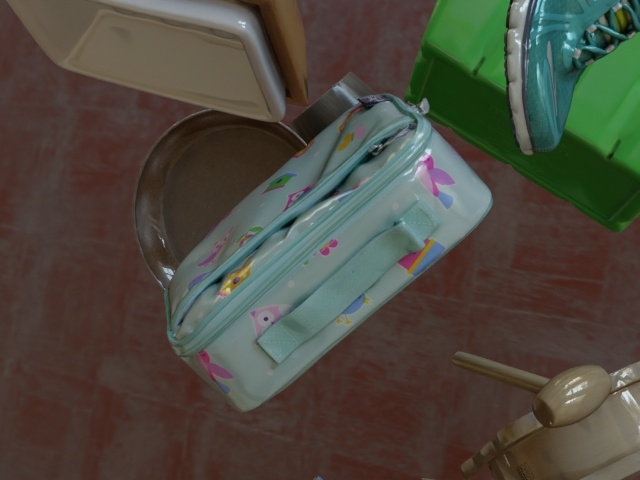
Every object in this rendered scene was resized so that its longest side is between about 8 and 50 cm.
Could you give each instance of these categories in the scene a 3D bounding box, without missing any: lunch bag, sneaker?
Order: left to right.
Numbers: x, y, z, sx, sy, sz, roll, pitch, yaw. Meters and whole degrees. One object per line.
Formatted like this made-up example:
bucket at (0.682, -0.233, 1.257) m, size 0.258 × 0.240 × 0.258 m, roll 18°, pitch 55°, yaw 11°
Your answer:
lunch bag at (0.000, 0.000, 0.955) m, size 0.279 × 0.108 × 0.224 m, roll -42°, pitch 14°, yaw 5°
sneaker at (0.221, -0.195, 0.958) m, size 0.110 × 0.107 × 0.275 m, roll 17°, pitch 75°, yaw 24°

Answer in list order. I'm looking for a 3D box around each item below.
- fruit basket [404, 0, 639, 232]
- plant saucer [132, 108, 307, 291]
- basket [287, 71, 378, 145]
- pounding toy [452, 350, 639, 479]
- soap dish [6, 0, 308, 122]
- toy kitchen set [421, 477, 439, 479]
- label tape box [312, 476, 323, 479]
fruit basket at (0.313, -0.240, 1.320) m, size 0.392 × 0.283 × 0.392 m, roll 1°, pitch 74°, yaw -3°
plant saucer at (-0.120, -0.035, 1.684) m, size 0.311 × 0.050 × 0.310 m, roll 3°, pitch 98°, yaw 18°
basket at (0.071, -0.130, 1.793) m, size 0.204 × 0.154 × 0.227 m, roll -40°, pitch 95°, yaw -2°
pounding toy at (0.205, 0.141, 0.988) m, size 0.154 × 0.154 × 0.269 m, roll 63°, pitch 161°, yaw 18°
soap dish at (-0.156, -0.233, 1.168) m, size 0.291 × 0.229 × 0.118 m, roll 15°, pitch 74°, yaw 13°
toy kitchen set at (0.204, 0.399, 1.790) m, size 0.083 × 0.075 × 0.068 m, roll -1°, pitch 81°, yaw 46°
label tape box at (0.069, 0.425, 1.215) m, size 0.106 × 0.240 × 0.333 m, roll -40°, pitch 22°, yaw 1°
